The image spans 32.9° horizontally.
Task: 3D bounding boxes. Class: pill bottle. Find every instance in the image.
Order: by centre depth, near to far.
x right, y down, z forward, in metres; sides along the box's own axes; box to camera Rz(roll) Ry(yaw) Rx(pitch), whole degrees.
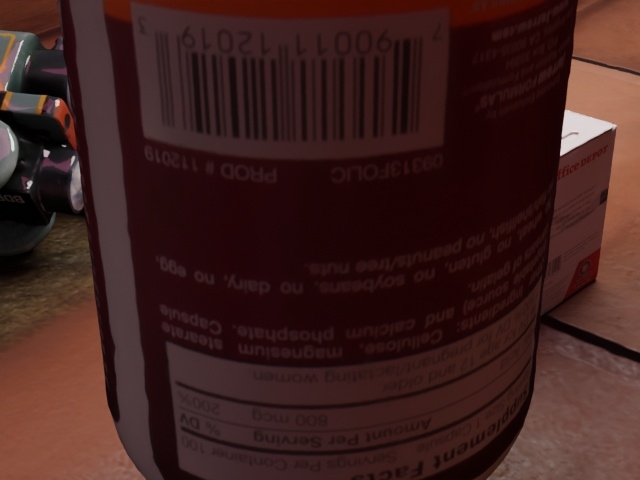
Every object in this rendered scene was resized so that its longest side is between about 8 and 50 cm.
[{"bbox_3d":[0.000,0.000,0.534,0.224,0.392,0.224,0,31,0],"label":"pill bottle"}]

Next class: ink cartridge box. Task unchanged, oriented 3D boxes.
[{"bbox_3d":[0.167,-0.020,0.817,0.099,0.135,0.056,-27,39,-37],"label":"ink cartridge box"}]

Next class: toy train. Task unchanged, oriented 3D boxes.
[{"bbox_3d":[-0.343,-0.101,0.906,0.334,0.142,0.190,5,65,9],"label":"toy train"}]
